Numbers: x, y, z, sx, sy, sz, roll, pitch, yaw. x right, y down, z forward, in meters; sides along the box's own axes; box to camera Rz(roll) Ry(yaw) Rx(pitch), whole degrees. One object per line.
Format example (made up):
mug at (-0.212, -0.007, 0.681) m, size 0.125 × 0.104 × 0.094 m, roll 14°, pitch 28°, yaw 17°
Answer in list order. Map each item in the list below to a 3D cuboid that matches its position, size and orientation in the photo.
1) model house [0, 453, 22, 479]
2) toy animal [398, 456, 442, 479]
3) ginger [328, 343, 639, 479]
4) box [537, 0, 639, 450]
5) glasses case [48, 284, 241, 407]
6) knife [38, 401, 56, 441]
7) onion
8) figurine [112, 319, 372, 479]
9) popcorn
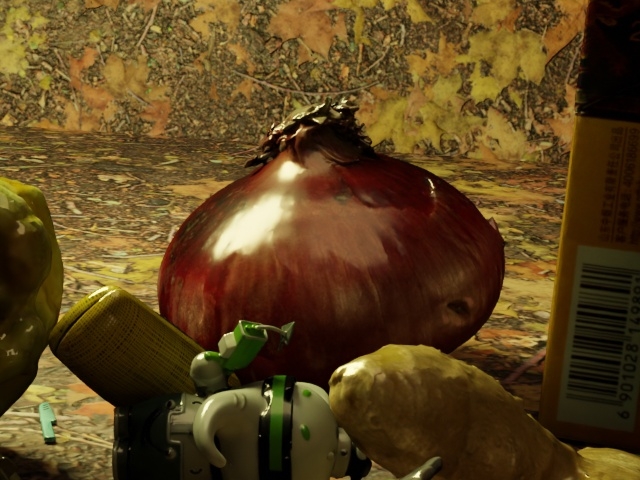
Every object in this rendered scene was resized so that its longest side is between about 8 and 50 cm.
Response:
model house at (-0.265, 0.115, 0.789) m, size 0.204 × 0.243 × 0.211 m, roll -3°, pitch 15°, yaw -30°
toy animal at (0.050, 0.195, 0.538) m, size 0.302 × 0.284 × 0.225 m, roll -28°, pitch 72°, yaw -26°
ginger at (0.203, 0.198, 0.843) m, size 0.363 × 0.122 × 0.348 m, roll 30°, pitch 5°, yaw 27°
box at (0.291, -0.045, 1.293) m, size 0.116 × 0.415 × 0.264 m, roll 7°, pitch 13°, yaw 14°
glasses case at (-0.131, 0.102, 1.079) m, size 0.064 × 0.079 × 0.234 m, roll 43°, pitch -3°, yaw 31°
knife at (-0.231, 0.154, 1.176) m, size 0.014 × 0.005 × 0.091 m, roll -1°, pitch 13°, yaw -15°
onion at (0.000, 0.000, 1.324) m, size 0.348 × 0.285 × 0.347 m, roll -6°, pitch 15°, yaw 2°
figurine at (-0.056, 0.149, 1.014) m, size 0.192 × 0.126 × 0.147 m, roll 2°, pitch 53°, yaw -4°
popcorn at (-0.304, 0.039, 1.028) m, size 0.225 × 0.276 × 0.276 m, roll 35°, pitch 10°, yaw -8°
